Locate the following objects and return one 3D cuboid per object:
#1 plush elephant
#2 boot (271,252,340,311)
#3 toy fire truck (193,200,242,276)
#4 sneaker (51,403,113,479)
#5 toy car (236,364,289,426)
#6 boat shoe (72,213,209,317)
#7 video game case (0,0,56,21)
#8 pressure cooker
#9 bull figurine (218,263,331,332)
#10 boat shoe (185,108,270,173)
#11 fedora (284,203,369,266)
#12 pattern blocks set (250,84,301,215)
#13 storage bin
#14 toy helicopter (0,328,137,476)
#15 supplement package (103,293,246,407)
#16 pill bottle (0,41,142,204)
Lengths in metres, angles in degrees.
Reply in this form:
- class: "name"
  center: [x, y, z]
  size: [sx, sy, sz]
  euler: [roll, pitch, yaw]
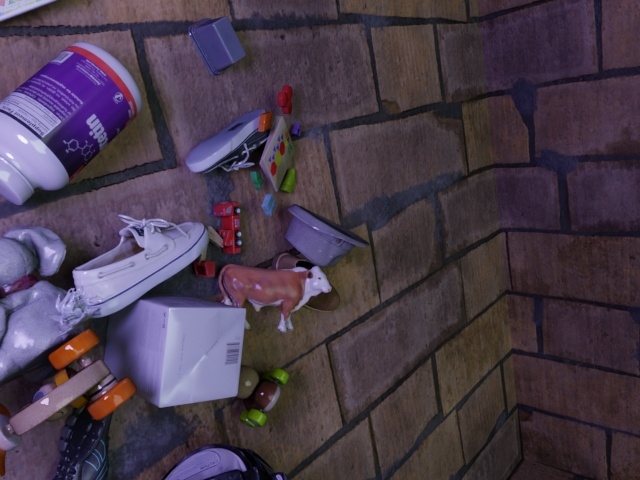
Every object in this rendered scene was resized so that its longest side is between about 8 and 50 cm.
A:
- class: "plush elephant"
  center: [-0.570, 0.113, 0.936]
  size: [0.255, 0.330, 0.272]
  euler: [52, 21, 6]
- class: "boot"
  center: [-0.016, 0.142, 1.601]
  size: [0.305, 0.115, 0.112]
  euler: [42, 62, -40]
- class: "toy fire truck"
  center: [-0.269, -0.007, 1.364]
  size: [0.135, 0.047, 0.192]
  euler: [-9, 99, -54]
- class: "sneaker"
  center: [-0.515, 0.477, 1.140]
  size: [0.106, 0.101, 0.268]
  euler: [48, 57, -62]
- class: "toy car"
  center: [-0.211, 0.397, 1.436]
  size: [0.188, 0.149, 0.155]
  euler: [36, 60, -9]
- class: "boat shoe"
  center: [-0.397, 0.008, 1.159]
  size: [0.367, 0.135, 0.157]
  euler: [-41, 125, -48]
- class: "video game case"
  center: [-0.617, -0.524, 0.963]
  size: [0.227, 0.026, 0.206]
  euler: [-34, 117, -22]
- class: "pressure cooker"
  center: [-0.221, 0.701, 1.238]
  size: [0.370, 0.375, 0.420]
  euler: [-55, 129, -24]
- class: "bull figurine"
  center: [-0.128, 0.150, 1.426]
  size: [0.310, 0.101, 0.189]
  euler: [8, 87, -11]
- class: "boat shoe"
  center: [-0.228, -0.237, 1.363]
  size: [0.306, 0.113, 0.105]
  euler: [-56, 136, -47]
- class: "fedora"
  center: [0.000, 0.000, 1.550]
  size: [0.275, 0.243, 0.124]
  euler: [23, 99, -46]
- class: "pattern blocks set"
  center: [-0.121, -0.246, 1.460]
  size: [0.286, 0.026, 0.325]
  euler: [77, 26, -44]
- class: "storage bin"
  center: [-0.253, -0.507, 1.333]
  size: [0.098, 0.091, 0.135]
  euler: [-48, 125, -33]
- class: "toy helicopter"
  center: [-0.504, 0.305, 0.946]
  size: [0.235, 0.355, 0.140]
  euler: [-39, 96, -38]
- class: "supplement package"
  center: [-0.332, 0.231, 1.172]
  size: [0.198, 0.262, 0.200]
  euler: [8, 87, -46]
- class: "pill bottle"
  center: [-0.515, -0.225, 1.015]
  size: [0.181, 0.181, 0.323]
  euler: [53, 57, -34]
